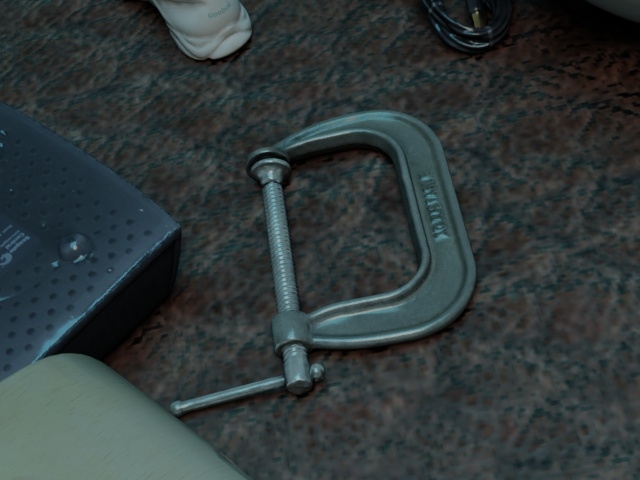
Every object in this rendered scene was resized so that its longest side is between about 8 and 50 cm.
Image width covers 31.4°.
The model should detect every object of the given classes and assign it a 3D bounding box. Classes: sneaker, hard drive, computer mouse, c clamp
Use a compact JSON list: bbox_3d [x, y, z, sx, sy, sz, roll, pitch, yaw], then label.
[{"bbox_3d":[-0.094,-0.164,0.656,0.053,0.061,0.152,-38,51,-16],"label":"sneaker"},{"bbox_3d":[-0.199,0.005,0.543,0.254,0.054,0.172,28,62,31],"label":"hard drive"},{"bbox_3d":[0.082,-0.196,0.663,0.071,0.041,0.242,7,56,-3],"label":"computer mouse"},{"bbox_3d":[0.000,0.000,0.522,0.137,0.022,0.161,-8,50,7],"label":"c clamp"}]

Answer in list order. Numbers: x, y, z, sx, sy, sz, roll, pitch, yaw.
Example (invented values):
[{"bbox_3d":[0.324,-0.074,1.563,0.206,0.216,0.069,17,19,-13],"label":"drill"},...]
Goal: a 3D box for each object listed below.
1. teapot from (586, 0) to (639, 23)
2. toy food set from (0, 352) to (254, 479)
[{"bbox_3d":[0.176,-0.207,0.553,0.256,0.187,0.252,40,85,2],"label":"teapot"},{"bbox_3d":[-0.110,0.187,0.363,0.219,0.092,0.306,31,55,33],"label":"toy food set"}]
